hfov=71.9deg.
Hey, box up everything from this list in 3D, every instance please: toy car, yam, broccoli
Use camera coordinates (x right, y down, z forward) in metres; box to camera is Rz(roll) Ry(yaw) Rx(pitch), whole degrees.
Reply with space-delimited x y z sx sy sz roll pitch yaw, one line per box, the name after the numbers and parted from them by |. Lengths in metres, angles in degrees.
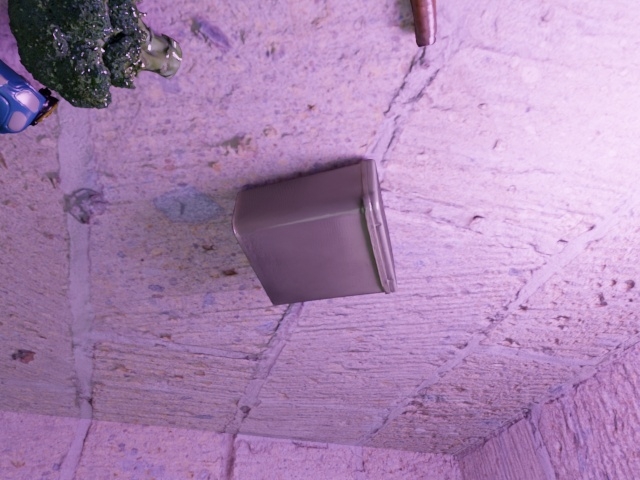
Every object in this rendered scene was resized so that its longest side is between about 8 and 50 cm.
-0.599 -0.260 0.763 0.314 0.165 0.198 21 161 47 | toy car
0.168 -0.460 0.747 0.046 0.046 0.263 -12 136 9 | yam
-0.358 -0.345 0.728 0.270 0.269 0.270 -37 163 30 | broccoli

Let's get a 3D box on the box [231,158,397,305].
0.000 0.000 1.121 0.344 0.177 0.351 -10 136 9 | box
